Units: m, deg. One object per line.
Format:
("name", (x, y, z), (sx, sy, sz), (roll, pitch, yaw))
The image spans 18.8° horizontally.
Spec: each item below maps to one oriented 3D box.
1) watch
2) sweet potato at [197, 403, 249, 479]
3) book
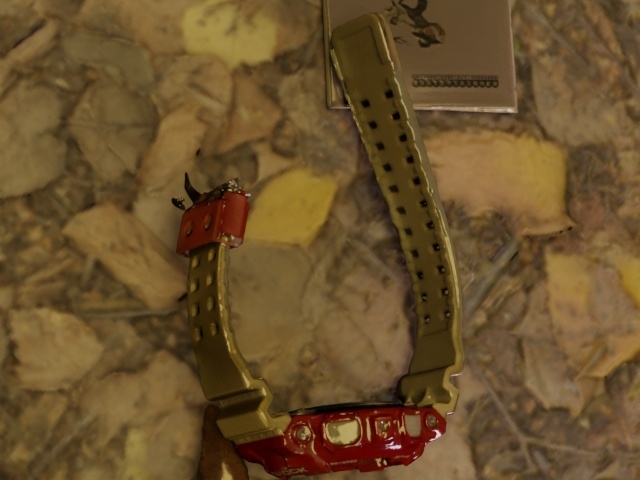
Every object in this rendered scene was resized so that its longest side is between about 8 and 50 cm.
("watch", (-0.003, 0.008, 1.140), (0.165, 0.102, 0.268), (-12, 86, -31))
("sweet potato", (-0.053, 0.208, 1.118), (0.068, 0.068, 0.226), (-10, 74, -19))
("book", (0.060, -0.170, 1.231), (0.127, 0.014, 0.181), (0, 82, -17))
